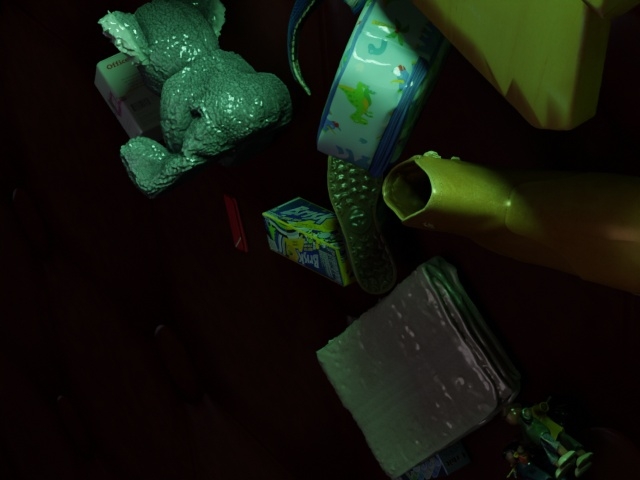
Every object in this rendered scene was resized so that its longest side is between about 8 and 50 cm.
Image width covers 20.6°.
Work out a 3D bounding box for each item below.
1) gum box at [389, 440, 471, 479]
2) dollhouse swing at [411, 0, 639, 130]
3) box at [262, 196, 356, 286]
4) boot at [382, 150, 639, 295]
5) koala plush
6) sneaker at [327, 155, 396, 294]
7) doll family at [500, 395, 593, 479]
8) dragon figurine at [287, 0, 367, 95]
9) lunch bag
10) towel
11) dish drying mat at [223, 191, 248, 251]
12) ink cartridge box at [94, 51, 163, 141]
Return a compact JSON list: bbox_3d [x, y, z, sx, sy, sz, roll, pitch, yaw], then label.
[{"bbox_3d":[0.096,0.207,2.164,0.184,0.041,0.157,64,154,3],"label":"gum box"},{"bbox_3d":[0.197,-0.316,1.321,0.347,0.315,0.305,49,175,29],"label":"dollhouse swing"},{"bbox_3d":[0.000,0.000,2.135,0.169,0.059,0.054,26,135,52],"label":"box"},{"bbox_3d":[0.193,-0.020,1.566,0.295,0.211,0.104,7,87,64],"label":"boot"},{"bbox_3d":[-0.155,-0.201,2.120,0.203,0.196,0.221,-34,82,53],"label":"koala plush"},{"bbox_3d":[0.045,-0.033,2.011,0.086,0.064,0.192,141,118,-89],"label":"sneaker"},{"bbox_3d":[0.235,0.227,1.885,0.111,0.076,0.193,42,150,30],"label":"doll family"},{"bbox_3d":[0.015,-0.277,1.713,0.144,0.085,0.289,-111,44,-72],"label":"dragon figurine"},{"bbox_3d":[0.074,-0.179,1.654,0.090,0.219,0.176,25,147,1],"label":"lunch bag"},{"bbox_3d":[0.111,0.150,2.024,0.187,0.049,0.282,59,141,9],"label":"towel"},{"bbox_3d":[-0.116,-0.025,2.392,0.032,0.008,0.083,28,137,52],"label":"dish drying mat"},{"bbox_3d":[-0.237,-0.197,2.369,0.122,0.088,0.052,57,156,17],"label":"ink cartridge box"}]
